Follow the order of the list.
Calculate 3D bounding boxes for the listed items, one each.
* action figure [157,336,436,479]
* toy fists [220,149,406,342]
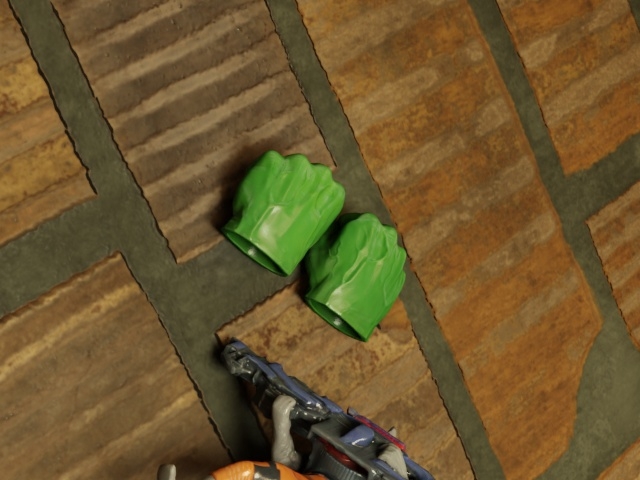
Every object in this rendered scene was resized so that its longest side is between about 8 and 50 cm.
[{"bbox_3d":[-0.041,0.274,1.504,0.330,0.341,0.178,-15,133,-46],"label":"action figure"},{"bbox_3d":[0.000,0.000,1.639,0.279,0.096,0.142,41,74,-27],"label":"toy fists"}]
